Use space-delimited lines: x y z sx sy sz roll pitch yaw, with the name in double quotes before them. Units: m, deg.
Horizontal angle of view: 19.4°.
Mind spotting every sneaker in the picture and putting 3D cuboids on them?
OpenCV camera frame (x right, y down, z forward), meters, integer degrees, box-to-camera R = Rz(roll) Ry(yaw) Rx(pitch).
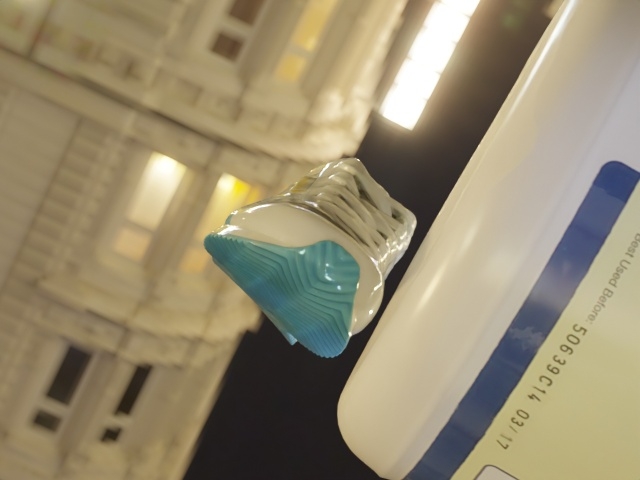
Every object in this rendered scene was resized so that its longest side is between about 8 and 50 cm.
"sneaker" 0.000 0.000 0.956 0.087 0.092 0.228 47 176 -5

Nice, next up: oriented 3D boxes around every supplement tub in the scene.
"supplement tub" 0.196 0.060 0.761 0.324 0.235 0.235 30 -164 2
